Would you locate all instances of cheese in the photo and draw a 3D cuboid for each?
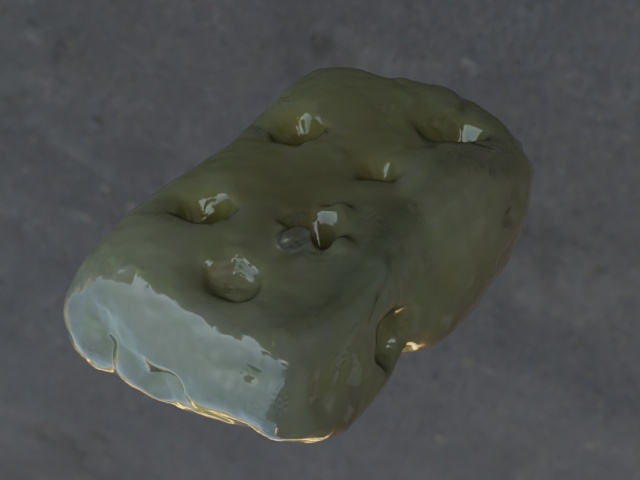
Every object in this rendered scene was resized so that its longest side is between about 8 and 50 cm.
[{"bbox_3d":[0.000,-0.002,0.984,0.159,0.263,0.093,26,132,24],"label":"cheese"}]
